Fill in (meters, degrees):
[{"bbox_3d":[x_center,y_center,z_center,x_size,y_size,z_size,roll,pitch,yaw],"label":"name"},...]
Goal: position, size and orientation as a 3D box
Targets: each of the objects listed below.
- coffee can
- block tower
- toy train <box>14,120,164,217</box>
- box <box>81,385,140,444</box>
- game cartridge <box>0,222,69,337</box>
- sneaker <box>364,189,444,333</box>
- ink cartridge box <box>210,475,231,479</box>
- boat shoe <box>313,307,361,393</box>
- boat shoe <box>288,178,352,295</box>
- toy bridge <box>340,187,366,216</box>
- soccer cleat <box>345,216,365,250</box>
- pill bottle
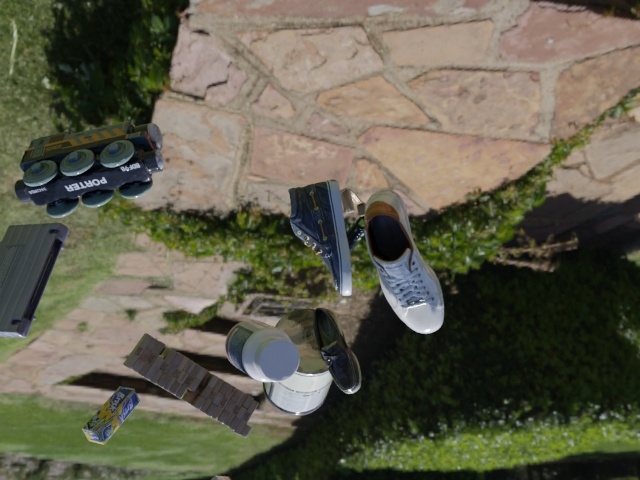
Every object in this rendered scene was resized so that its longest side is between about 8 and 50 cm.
[{"bbox_3d":[-0.052,0.350,1.741,0.201,0.201,0.275,2,142,-10],"label":"coffee can"},{"bbox_3d":[-0.305,0.348,1.475,0.335,0.097,0.091,37,161,-14],"label":"block tower"},{"bbox_3d":[-0.507,-0.173,1.358,0.334,0.190,0.142,-13,137,5],"label":"toy train"},{"bbox_3d":[-0.589,0.492,1.732,0.059,0.169,0.054,2,122,24],"label":"box"},{"bbox_3d":[-0.903,0.114,1.821,0.230,0.355,0.068,-4,150,28],"label":"game cartridge"},{"bbox_3d":[0.142,0.060,1.105,0.106,0.290,0.123,-20,-164,20],"label":"sneaker"},{"bbox_3d":[-0.270,0.672,1.657,0.063,0.029,0.115,-48,149,-2],"label":"ink cartridge box"},{"bbox_3d":[0.030,0.265,1.490,0.080,0.223,0.073,-29,152,17],"label":"boat shoe"},{"bbox_3d":[0.000,0.000,0.959,0.083,0.183,0.065,-9,178,0],"label":"boat shoe"},{"bbox_3d":[0.067,-0.101,1.557,0.026,0.063,0.188,-16,169,28],"label":"toy bridge"},{"bbox_3d":[0.108,-0.032,1.839,0.060,0.179,0.072,40,156,8],"label":"soccer cleat"},{"bbox_3d":[-0.114,0.221,1.211,0.108,0.108,0.180,9,177,-25],"label":"pill bottle"}]
